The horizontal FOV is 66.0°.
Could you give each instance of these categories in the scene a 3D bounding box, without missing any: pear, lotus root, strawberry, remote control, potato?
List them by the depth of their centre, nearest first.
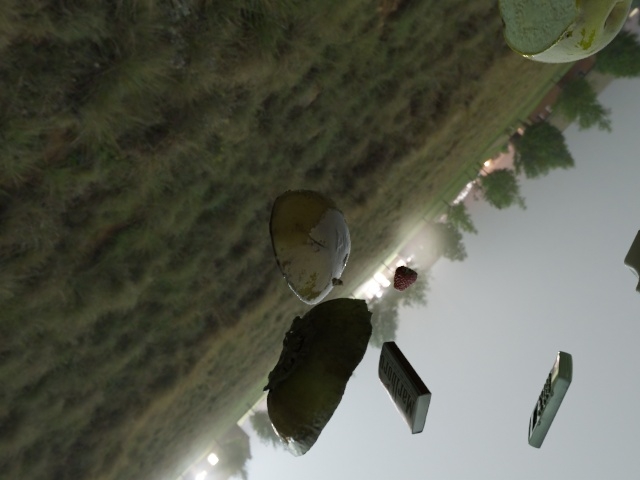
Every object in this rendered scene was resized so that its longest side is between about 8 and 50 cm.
[{"bbox_3d":[0.261,-0.257,0.511,0.103,0.141,0.141,-16,160,-17],"label":"pear"},{"bbox_3d":[-0.017,0.156,0.622,0.204,0.077,0.183,-59,-173,13],"label":"lotus root"},{"bbox_3d":[0.000,0.000,1.050,0.115,0.239,0.299,-17,-158,18],"label":"potato"},{"bbox_3d":[0.258,0.118,1.520,0.073,0.073,0.083,-28,145,-62],"label":"strawberry"},{"bbox_3d":[0.776,0.539,1.667,0.145,0.050,0.344,-46,147,-55],"label":"remote control"}]

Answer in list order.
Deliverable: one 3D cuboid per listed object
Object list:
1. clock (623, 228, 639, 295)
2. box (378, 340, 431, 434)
[{"bbox_3d":[0.562,0.099,0.639,0.116,0.231,0.262,-54,-150,-2],"label":"clock"},{"bbox_3d":[0.182,0.322,1.094,0.035,0.177,0.115,-6,118,-18],"label":"box"}]
